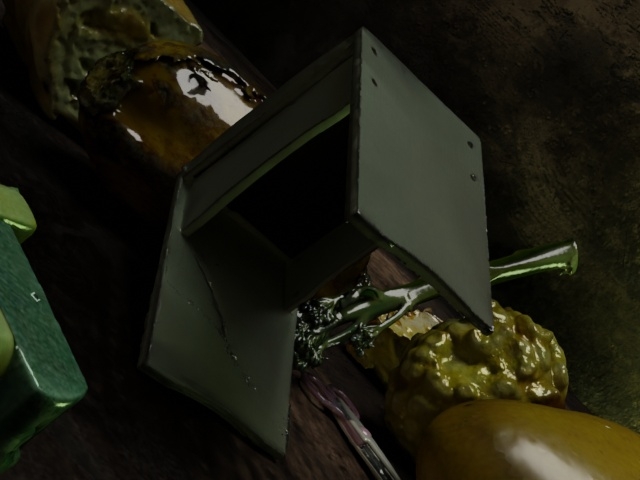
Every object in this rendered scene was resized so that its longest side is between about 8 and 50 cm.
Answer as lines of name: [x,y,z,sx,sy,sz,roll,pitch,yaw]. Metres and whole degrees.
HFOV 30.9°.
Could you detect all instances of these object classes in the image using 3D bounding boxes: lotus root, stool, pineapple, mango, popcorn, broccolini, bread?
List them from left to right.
bread: [-0.260,-0.246,1.339,0.239,0.196,0.252,33,12,-33]
lotus root: [-0.088,-0.053,1.231,0.397,0.196,0.179,43,12,-29]
stool: [0.000,0.000,1.000,0.170,0.244,0.269,39,33,-27]
pineapple: [0.132,0.171,1.497,0.236,0.114,0.186,22,23,-40]
broccolini: [0.119,0.066,1.227,0.079,0.392,0.074,132,-58,-67]
popcorn: [0.172,0.170,1.312,0.189,0.218,0.169,89,-21,-60]
mango: [0.265,0.292,1.151,0.445,0.220,0.301,40,25,-27]

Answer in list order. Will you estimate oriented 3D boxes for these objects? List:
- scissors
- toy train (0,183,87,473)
scissors: [0.038,0.199,1.193,0.085,0.022,0.176,36,11,-45]
toy train: [-0.267,-0.010,0.500,0.253,0.160,0.397,57,15,24]
